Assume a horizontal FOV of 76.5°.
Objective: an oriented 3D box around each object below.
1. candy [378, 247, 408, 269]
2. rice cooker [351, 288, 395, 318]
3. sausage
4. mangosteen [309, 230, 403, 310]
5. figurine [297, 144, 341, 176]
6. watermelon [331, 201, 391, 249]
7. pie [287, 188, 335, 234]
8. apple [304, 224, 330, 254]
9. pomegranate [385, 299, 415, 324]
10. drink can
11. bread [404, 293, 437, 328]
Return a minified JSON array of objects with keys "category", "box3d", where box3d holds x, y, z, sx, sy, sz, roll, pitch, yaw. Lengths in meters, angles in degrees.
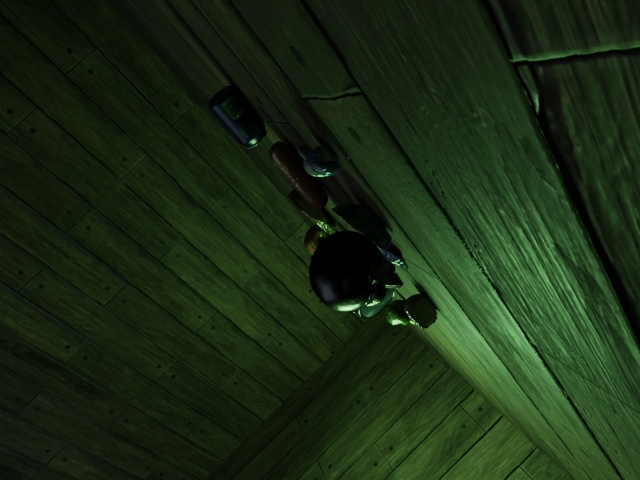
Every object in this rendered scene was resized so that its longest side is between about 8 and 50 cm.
[{"category":"candy","box3d":[0.236,0.055,1.315,0.088,0.038,0.136,29,176,30]},{"category":"rice cooker","box3d":[0.214,0.233,1.977,0.224,0.267,0.267,45,177,38]},{"category":"sausage","box3d":[-0.073,-0.225,1.419,0.289,0.086,0.086,47,177,-28]},{"category":"mangosteen","box3d":[0.129,0.119,1.493,0.346,0.307,0.307,15,165,21]},{"category":"figurine","box3d":[0.003,-0.195,0.992,0.114,0.079,0.114,17,-156,-8]},{"category":"watermelon","box3d":[0.125,-0.053,1.159,0.187,0.071,0.139,38,-177,3]},{"category":"pie","box3d":[-0.035,-0.142,2.052,0.315,0.092,0.315,44,-179,-1]},{"category":"apple","box3d":[0.000,0.000,2.363,0.196,0.196,0.196,46,177,3]},{"category":"pomegranate","box3d":[0.433,0.379,2.143,0.168,0.123,0.143,13,-153,5]},{"category":"drink can","box3d":[-0.283,-0.425,1.406,0.205,0.118,0.118,50,176,-33]},{"category":"bread","box3d":[0.365,0.246,1.525,0.156,0.103,0.110,55,-176,-36]}]
